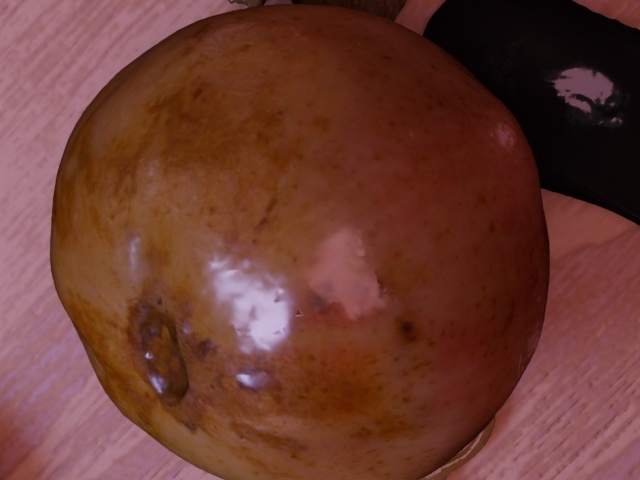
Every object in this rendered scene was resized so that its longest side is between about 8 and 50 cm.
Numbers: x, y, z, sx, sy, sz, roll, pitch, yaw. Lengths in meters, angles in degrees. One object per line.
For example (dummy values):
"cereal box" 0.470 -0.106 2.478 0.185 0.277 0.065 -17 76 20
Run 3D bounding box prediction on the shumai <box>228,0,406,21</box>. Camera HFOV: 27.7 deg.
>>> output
"shumai" 0.002 -0.219 0.938 0.123 0.105 0.139 -6 112 -40

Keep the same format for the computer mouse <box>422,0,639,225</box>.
"computer mouse" 0.197 -0.096 0.939 0.264 0.088 0.147 19 100 -3

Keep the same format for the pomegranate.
"pomegranate" 0.000 0.000 0.857 0.338 0.338 0.338 0 98 3

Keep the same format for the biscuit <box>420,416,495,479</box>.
"biscuit" 0.055 0.137 1.001 0.144 0.040 0.236 27 100 -6
